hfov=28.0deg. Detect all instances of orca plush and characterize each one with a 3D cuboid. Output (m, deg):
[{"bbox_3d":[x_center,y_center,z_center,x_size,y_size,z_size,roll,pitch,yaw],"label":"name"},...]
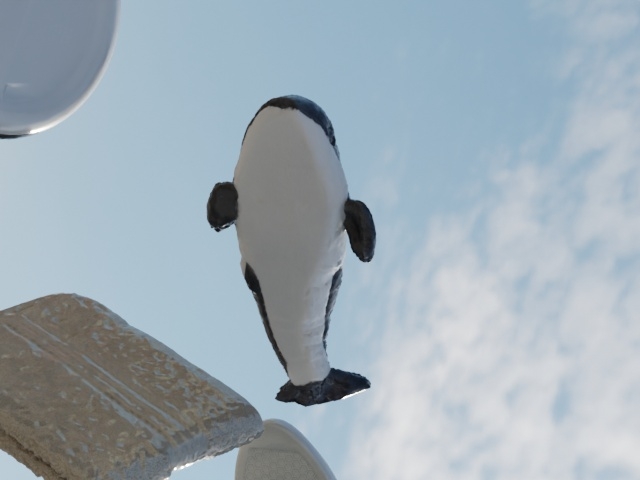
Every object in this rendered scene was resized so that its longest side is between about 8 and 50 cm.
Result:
[{"bbox_3d":[0.000,0.000,1.119,0.151,0.287,0.102,-8,-158,28],"label":"orca plush"}]

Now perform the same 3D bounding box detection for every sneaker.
[{"bbox_3d":[0.006,0.278,1.251,0.104,0.296,0.147,-21,-163,15],"label":"sneaker"}]

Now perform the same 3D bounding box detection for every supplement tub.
[{"bbox_3d":[-0.325,-0.204,1.037,0.316,0.193,0.194,21,-82,40],"label":"supplement tub"}]

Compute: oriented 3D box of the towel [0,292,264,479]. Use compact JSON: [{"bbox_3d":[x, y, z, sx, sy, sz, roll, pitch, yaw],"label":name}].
[{"bbox_3d":[-0.210,0.134,1.120,0.282,0.187,0.049,28,-56,37],"label":"towel"}]
